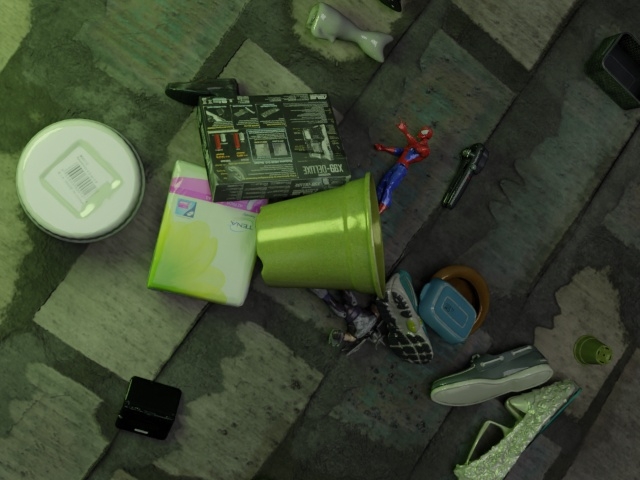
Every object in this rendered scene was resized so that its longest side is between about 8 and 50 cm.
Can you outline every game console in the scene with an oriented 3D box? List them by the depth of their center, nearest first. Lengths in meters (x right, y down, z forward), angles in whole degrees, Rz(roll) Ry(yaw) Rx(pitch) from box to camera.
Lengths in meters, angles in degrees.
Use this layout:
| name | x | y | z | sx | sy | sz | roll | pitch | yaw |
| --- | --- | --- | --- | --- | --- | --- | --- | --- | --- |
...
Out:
| name | x | y | z | sx | sy | sz | roll | pitch | yaw |
| --- | --- | --- | --- | --- | --- | --- | --- | --- | --- |
| game console | -0.395 | 0.386 | 1.823 | 0.122 | 0.071 | 0.107 | 20 | 117 | -14 |

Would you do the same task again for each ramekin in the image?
| name | x | y | z | sx | sy | sz | roll | pitch | yaw |
| --- | --- | --- | --- | --- | --- | --- | --- | --- | --- |
| ramekin | -0.516 | -0.129 | 1.706 | 0.277 | 0.135 | 0.277 | -1 | 93 | -14 |

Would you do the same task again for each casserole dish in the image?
| name | x | y | z | sx | sy | sz | roll | pitch | yaw |
| --- | --- | --- | --- | --- | --- | --- | --- | --- | --- |
| casserole dish | 0.307 | 0.168 | 1.878 | 0.188 | 0.037 | 0.114 | 42 | 66 | -28 |

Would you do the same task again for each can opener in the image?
| name | x | y | z | sx | sy | sz | roll | pitch | yaw |
| --- | --- | --- | --- | --- | --- | --- | --- | --- | --- |
| can opener | 0.359 | -0.159 | 1.974 | 0.073 | 0.059 | 0.186 | 32 | 84 | -14 |

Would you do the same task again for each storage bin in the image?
| name | x | y | z | sx | sy | sz | roll | pitch | yaw |
| --- | --- | --- | --- | --- | --- | --- | --- | --- | --- |
| storage bin | 0.795 | -0.439 | 2.065 | 0.180 | 0.084 | 0.122 | 39 | 82 | -14 |

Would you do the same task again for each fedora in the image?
| name | x | y | z | sx | sy | sz | roll | pitch | yaw |
| --- | --- | --- | --- | --- | --- | --- | --- | --- | --- |
| fedora | 0.325 | 0.148 | 1.968 | 0.194 | 0.079 | 0.194 | -4 | 101 | -20 |

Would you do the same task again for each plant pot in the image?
| name | x | y | z | sx | sy | sz | roll | pitch | yaw |
| --- | --- | --- | --- | --- | --- | --- | --- | --- | --- |
| plant pot | 0.000 | 0.000 | 1.720 | 0.254 | 0.276 | 0.276 | -5 | 94 | 9 |
| plant pot | 0.721 | 0.293 | 2.078 | 0.083 | 0.079 | 0.083 | 0 | 92 | -15 |

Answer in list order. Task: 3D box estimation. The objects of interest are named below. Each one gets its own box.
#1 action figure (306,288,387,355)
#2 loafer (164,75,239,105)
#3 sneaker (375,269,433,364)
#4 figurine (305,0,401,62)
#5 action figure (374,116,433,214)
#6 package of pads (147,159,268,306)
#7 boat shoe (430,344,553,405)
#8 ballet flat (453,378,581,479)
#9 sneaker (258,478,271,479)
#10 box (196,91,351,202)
| name | x | y | z | sx | sy | sz | roll | pitch | yaw |
| --- | --- | --- | --- | --- | --- | --- | --- | --- | --- |
| action figure | 0.061 | 0.159 | 1.892 | 0.285 | 0.099 | 0.185 | 47 | 72 | -16 |
| loafer | -0.268 | -0.345 | 1.808 | 0.170 | 0.062 | 0.061 | 4 | 69 | -18 |
| sneaker | 0.217 | 0.190 | 1.902 | 0.110 | 0.107 | 0.275 | -61 | 142 | -44 |
| figurine | 0.093 | -0.547 | 1.878 | 0.209 | 0.092 | 0.215 | 18 | 89 | -19 |
| action figure | 0.159 | -0.183 | 1.902 | 0.139 | 0.091 | 0.280 | 43 | 82 | -22 |
| package of pads | -0.249 | -0.011 | 1.799 | 0.229 | 0.101 | 0.297 | 14 | 89 | -14 |
| boat shoe | 0.422 | 0.337 | 2.010 | 0.319 | 0.116 | 0.099 | -11 | 52 | -7 |
| ballet flat | 0.490 | 0.479 | 2.006 | 0.147 | 0.147 | 0.409 | 46 | 81 | -12 |
| sneaker | -0.093 | 0.696 | 1.856 | 0.109 | 0.130 | 0.286 | -21 | 96 | -11 |
| box | -0.106 | -0.213 | 1.775 | 0.307 | 0.076 | 0.242 | -6 | 61 | -17 |
